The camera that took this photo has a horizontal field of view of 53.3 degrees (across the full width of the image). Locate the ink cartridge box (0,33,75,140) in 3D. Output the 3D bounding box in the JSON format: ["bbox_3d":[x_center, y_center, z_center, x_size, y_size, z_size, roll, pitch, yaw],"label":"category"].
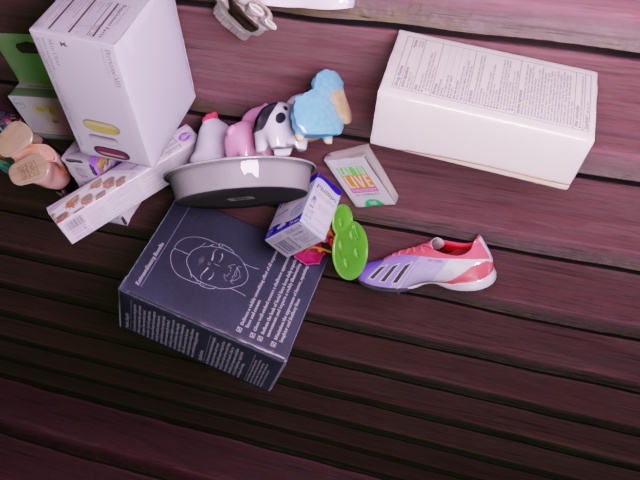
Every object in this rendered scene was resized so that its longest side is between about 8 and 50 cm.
[{"bbox_3d":[-0.561,-0.307,1.307,0.171,0.056,0.235,7,145,18],"label":"ink cartridge box"}]

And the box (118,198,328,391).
[{"bbox_3d":[-0.228,0.123,1.507,0.396,0.293,0.212,25,145,-1],"label":"box"}]

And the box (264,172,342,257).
[{"bbox_3d":[-0.036,-0.052,1.328,0.072,0.137,0.126,39,141,-23],"label":"box"}]

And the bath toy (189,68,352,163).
[{"bbox_3d":[-0.107,-0.205,1.170,0.348,0.128,0.151,-10,174,42],"label":"bath toy"}]

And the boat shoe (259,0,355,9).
[{"bbox_3d":[-0.036,-0.382,0.953,0.184,0.066,0.063,14,118,25],"label":"boat shoe"}]

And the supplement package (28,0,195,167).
[{"bbox_3d":[-0.334,-0.293,1.085,0.145,0.204,0.261,12,144,10],"label":"supplement package"}]

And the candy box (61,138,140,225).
[{"bbox_3d":[-0.437,-0.157,1.352,0.070,0.164,0.196,8,143,18],"label":"candy box"}]

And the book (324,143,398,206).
[{"bbox_3d":[0.082,-0.124,1.272,0.096,0.035,0.144,-4,141,35],"label":"book"}]

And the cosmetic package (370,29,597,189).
[{"bbox_3d":[0.246,-0.202,0.974,0.310,0.160,0.113,15,145,8],"label":"cosmetic package"}]

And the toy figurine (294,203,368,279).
[{"bbox_3d":[0.000,0.000,1.425,0.159,0.130,0.173,3,121,37],"label":"toy figurine"}]

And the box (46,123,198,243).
[{"bbox_3d":[-0.378,-0.115,1.270,0.063,0.324,0.067,43,161,34],"label":"box"}]

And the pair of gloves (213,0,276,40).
[{"bbox_3d":[-0.176,-0.386,0.945,0.240,0.042,0.204,39,172,-25],"label":"pair of gloves"}]

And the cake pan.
[{"bbox_3d":[-0.152,-0.106,1.228,0.294,0.054,0.293,-5,175,0],"label":"cake pan"}]

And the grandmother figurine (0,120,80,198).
[{"bbox_3d":[-0.567,-0.147,1.368,0.104,0.207,0.342,-18,-179,-4],"label":"grandmother figurine"}]

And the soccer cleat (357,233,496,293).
[{"bbox_3d":[0.219,0.046,1.393,0.318,0.108,0.116,-2,118,32],"label":"soccer cleat"}]

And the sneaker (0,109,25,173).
[{"bbox_3d":[-0.719,-0.266,1.423,0.125,0.104,0.262,-16,139,16],"label":"sneaker"}]
